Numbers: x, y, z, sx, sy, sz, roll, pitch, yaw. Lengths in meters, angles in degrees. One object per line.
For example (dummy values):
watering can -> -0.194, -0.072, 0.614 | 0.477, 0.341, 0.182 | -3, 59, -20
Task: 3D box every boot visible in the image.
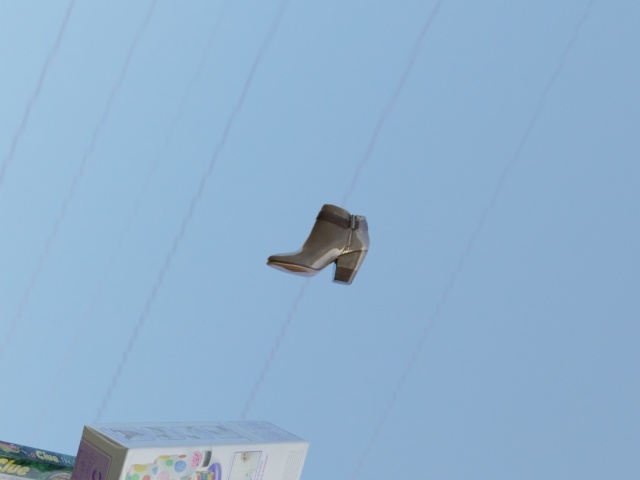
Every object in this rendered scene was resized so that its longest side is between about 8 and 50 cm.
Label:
boot -> 0.000, 0.000, 1.416 | 0.042, 0.118, 0.087 | 158, -56, -65

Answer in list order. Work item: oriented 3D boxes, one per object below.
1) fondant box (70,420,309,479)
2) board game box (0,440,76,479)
fondant box -> -0.182, 0.361, 1.613 | 0.096, 0.330, 0.238 | 20, -82, 40
board game box -> -0.372, 0.334, 1.626 | 0.136, 0.259, 0.030 | -44, -128, 15
